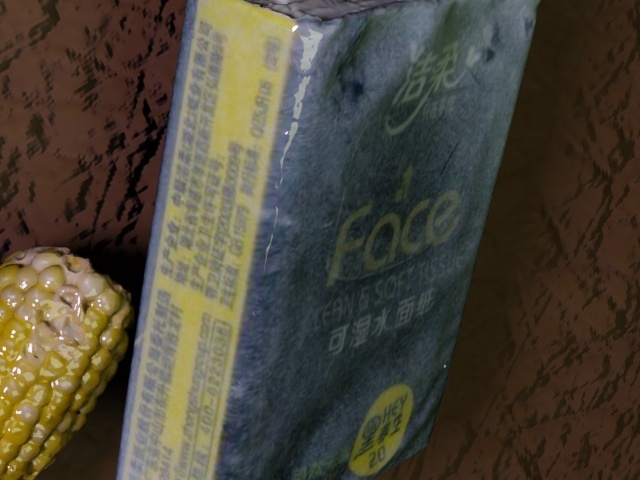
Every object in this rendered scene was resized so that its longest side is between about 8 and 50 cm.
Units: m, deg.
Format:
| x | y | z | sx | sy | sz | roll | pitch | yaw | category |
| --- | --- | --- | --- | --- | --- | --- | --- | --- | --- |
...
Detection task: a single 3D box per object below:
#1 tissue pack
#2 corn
| x | y | z | sx | sy | sz | roll | pitch | yaw | category |
| --- | --- | --- | --- | --- | --- | --- | --- | --- | --- |
| 0.000 | 0.000 | 0.789 | 0.185 | 0.081 | 0.257 | -20 | 128 | -51 | tissue pack |
| -0.199 | 0.134 | 0.751 | 0.320 | 0.097 | 0.097 | -50 | 131 | -3 | corn |
